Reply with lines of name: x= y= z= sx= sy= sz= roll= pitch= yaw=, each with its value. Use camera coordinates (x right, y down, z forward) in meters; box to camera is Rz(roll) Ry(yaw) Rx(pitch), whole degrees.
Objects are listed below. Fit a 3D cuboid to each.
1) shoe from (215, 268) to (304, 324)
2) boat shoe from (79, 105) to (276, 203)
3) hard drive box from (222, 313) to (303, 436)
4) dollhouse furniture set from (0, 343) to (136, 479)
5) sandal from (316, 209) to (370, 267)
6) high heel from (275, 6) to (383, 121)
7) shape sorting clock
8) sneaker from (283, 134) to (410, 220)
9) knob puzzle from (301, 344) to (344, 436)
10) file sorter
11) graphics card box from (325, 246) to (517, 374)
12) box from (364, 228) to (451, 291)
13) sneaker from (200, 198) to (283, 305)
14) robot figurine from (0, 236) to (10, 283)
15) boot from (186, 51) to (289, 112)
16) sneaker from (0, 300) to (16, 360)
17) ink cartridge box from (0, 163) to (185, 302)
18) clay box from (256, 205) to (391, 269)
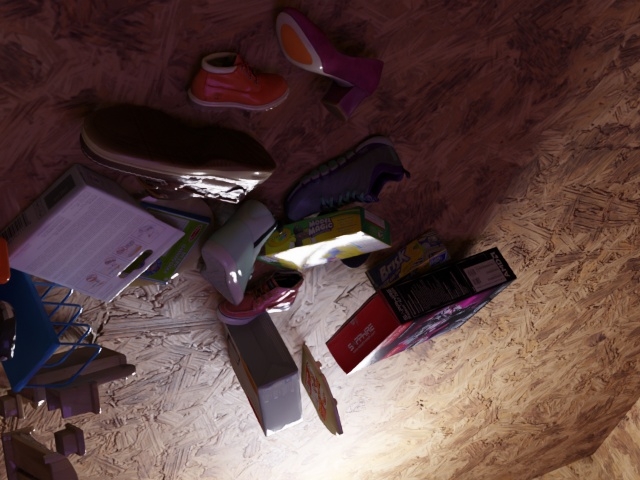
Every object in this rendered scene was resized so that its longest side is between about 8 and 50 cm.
shoe: x=-0.113 y=0.102 z=1.972 sx=0.178 sy=0.063 sz=0.081 roll=-12 pitch=144 yaw=-38
boat shoe: x=-0.217 y=-0.105 z=1.526 sx=0.342 sy=0.123 sz=0.123 roll=2 pitch=136 yaw=-51
hard drive box: x=-0.113 y=0.256 z=2.076 sx=0.089 sy=0.181 sz=0.232 roll=-23 pitch=148 yaw=-12
dollhouse furniture set: x=-0.414 y=0.379 z=1.820 sx=0.173 sy=0.303 sz=0.356 roll=-13 pitch=102 yaw=-37
sandal: x=0.042 y=-0.012 z=1.968 sx=0.067 sy=0.040 sz=0.179 roll=-38 pitch=135 yaw=1
high heel: x=0.020 y=-0.285 z=1.529 sx=0.117 sy=0.082 sz=0.244 roll=-55 pitch=138 yaw=-13
shape sorting clock: x=-0.271 y=-0.003 z=1.698 sx=0.206 sy=0.040 sz=0.206 roll=-16 pitch=137 yaw=-16
sneaker: x=0.042 y=-0.087 z=1.789 sx=0.223 sy=0.098 sz=0.083 roll=-35 pitch=149 yaw=7
knob puzzle: x=0.012 y=0.344 z=2.299 sx=0.030 sy=0.213 sz=0.213 roll=-20 pitch=148 yaw=-16
file sorter: x=-0.437 y=0.133 z=1.631 sx=0.118 sy=0.170 sz=0.104 roll=-45 pitch=150 yaw=23
graphics card box: x=0.215 y=0.146 z=2.202 sx=0.371 sy=0.094 sz=0.233 roll=-18 pitch=158 yaw=-40
box: x=0.180 y=0.051 z=2.147 sx=0.169 sy=0.059 sz=0.054 roll=-33 pitch=151 yaw=5
sneaker: x=-0.129 y=0.019 z=1.807 sx=0.151 sy=0.094 sz=0.256 roll=-47 pitch=171 yaw=-18
robot figurine: x=-0.531 y=0.018 z=1.421 sx=0.219 sy=0.158 sz=0.128 roll=14 pitch=96 yaw=-50
boot: x=-0.108 y=-0.231 z=1.494 sx=0.158 sy=0.059 sz=0.085 roll=-8 pitch=138 yaw=-31
sneaker: x=-0.525 y=0.118 z=1.508 sx=0.132 sy=0.228 sz=0.086 roll=3 pitch=100 yaw=-30
ink cartridge box: x=-0.353 y=-0.006 z=1.607 sx=0.189 sy=0.066 sz=0.232 roll=-40 pitch=150 yaw=15
clay box: x=0.000 y=0.000 z=1.861 sx=0.222 sy=0.053 sz=0.127 roll=-13 pitch=161 yaw=26
